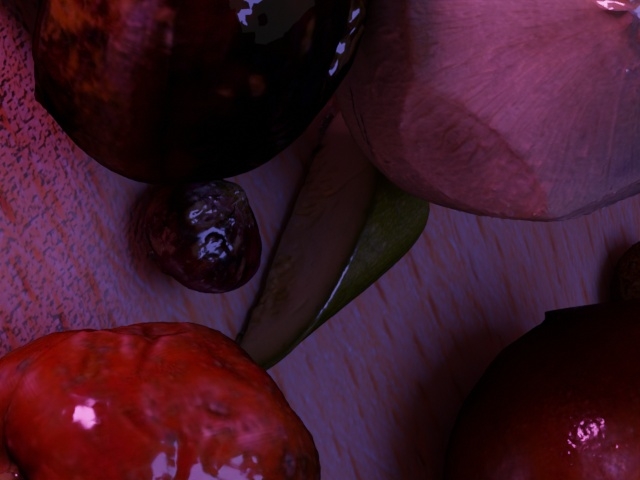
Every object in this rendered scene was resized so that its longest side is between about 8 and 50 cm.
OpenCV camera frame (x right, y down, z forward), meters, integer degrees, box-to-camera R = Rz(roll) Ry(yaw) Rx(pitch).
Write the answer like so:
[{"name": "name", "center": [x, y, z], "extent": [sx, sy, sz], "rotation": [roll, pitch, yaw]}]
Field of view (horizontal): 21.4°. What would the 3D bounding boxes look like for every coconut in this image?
[{"name": "coconut", "center": [0.189, -0.182, 1.379], "extent": [0.346, 0.360, 0.346], "rotation": [-2, 96, -22]}]

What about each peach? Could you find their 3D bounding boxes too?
[{"name": "peach", "center": [0.300, 0.211, 1.688], "extent": [0.406, 0.335, 0.310], "rotation": [-12, 95, -46]}]

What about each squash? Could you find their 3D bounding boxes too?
[{"name": "squash", "center": [0.000, 0.000, 1.486], "extent": [0.252, 0.093, 0.169], "rotation": [-37, 122, -45]}]

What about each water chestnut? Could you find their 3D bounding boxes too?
[{"name": "water chestnut", "center": [-0.107, -0.211, 1.202], "extent": [0.350, 0.302, 0.350], "rotation": [15, 90, -86]}]

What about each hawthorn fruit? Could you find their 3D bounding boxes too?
[{"name": "hawthorn fruit", "center": [-0.137, 0.173, 1.208], "extent": [0.262, 0.258, 0.258], "rotation": [36, 62, -25]}]

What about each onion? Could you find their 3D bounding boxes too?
[{"name": "onion", "center": [-0.097, -0.005, 1.368], "extent": [0.107, 0.097, 0.107], "rotation": [39, 33, -32]}]

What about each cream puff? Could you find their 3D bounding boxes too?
[{"name": "cream puff", "center": [0.395, 0.062, 2.007], "extent": [0.149, 0.084, 0.149], "rotation": [-5, 96, -56]}]
